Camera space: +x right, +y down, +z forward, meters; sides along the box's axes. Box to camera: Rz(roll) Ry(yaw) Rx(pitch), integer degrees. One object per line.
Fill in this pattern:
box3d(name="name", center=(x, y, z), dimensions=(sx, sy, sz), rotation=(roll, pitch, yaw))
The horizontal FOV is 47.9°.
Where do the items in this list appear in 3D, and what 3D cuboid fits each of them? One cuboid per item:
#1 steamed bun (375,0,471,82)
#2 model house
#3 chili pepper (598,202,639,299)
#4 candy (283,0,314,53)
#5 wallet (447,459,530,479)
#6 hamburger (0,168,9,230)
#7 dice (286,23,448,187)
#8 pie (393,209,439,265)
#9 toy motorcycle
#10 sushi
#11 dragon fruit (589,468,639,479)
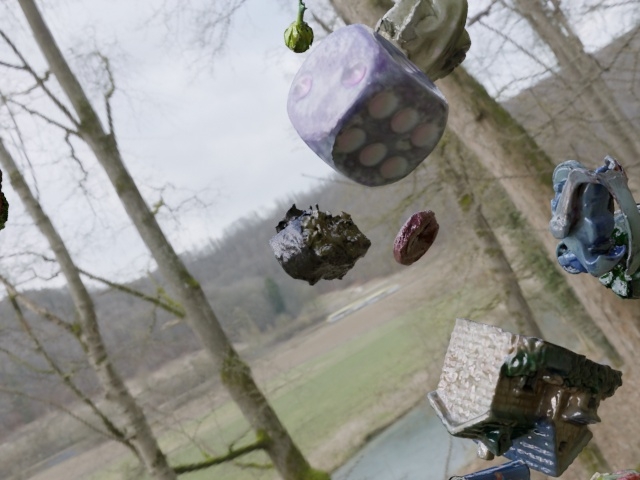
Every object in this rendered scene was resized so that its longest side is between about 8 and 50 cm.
box3d(name="steamed bun", center=(0.309, -0.572, 2.055), dimensions=(0.394, 0.238, 0.346), rotation=(-45, -16, -53))
box3d(name="model house", center=(0.573, 0.478, 2.098), dimensions=(0.446, 0.399, 0.395), rotation=(23, -4, -39))
box3d(name="chili pepper", center=(0.873, 0.013, 1.989), dimensions=(0.257, 0.248, 0.233), rotation=(-26, 27, -4))
box3d(name="candy", center=(-0.039, -0.431, 1.323), dimensions=(0.058, 0.062, 0.193), rotation=(-8, -40, -9))
box3d(name="wallet", center=(0.303, 0.481, 1.301), dimensions=(0.202, 0.141, 0.059), rotation=(5, -5, -44))
box3d(name="hamburger", center=(-0.709, -0.081, 1.468), dimensions=(0.137, 0.165, 0.087), rotation=(3, 11, -14))
box3d(name="dice", center=(0.105, -0.305, 1.642), dimensions=(0.270, 0.271, 0.270), rotation=(25, -64, -40))
box3d(name="pie", center=(0.277, -0.008, 2.095), dimensions=(0.182, 0.050, 0.182), rotation=(-33, -38, -30))
box3d(name="toy motorcycle", center=(0.658, -0.037, 1.765), dimensions=(0.182, 0.319, 0.241), rotation=(-11, 22, 0))
box3d(name="sushi", center=(0.000, 0.000, 1.402), dimensions=(0.115, 0.147, 0.213), rotation=(-49, -28, 24))
box3d(name="dragon fruit", center=(0.417, 0.447, 0.950), dimensions=(0.237, 0.302, 0.231), rotation=(-10, 0, 44))
